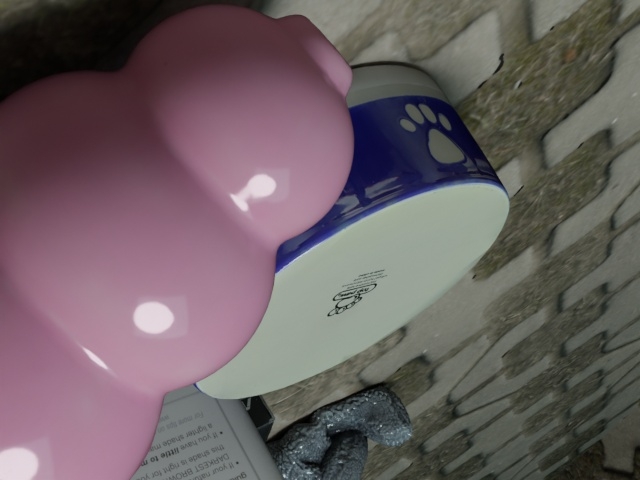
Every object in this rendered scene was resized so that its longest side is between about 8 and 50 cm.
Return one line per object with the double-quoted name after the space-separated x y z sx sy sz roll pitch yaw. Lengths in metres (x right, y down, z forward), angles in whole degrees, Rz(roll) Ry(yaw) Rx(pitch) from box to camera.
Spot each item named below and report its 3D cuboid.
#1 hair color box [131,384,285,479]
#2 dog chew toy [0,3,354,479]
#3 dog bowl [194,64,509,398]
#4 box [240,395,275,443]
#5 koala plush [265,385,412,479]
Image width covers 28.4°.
-0.101 0.268 0.986 0.185 0.374 0.114 -19 155 -30 "hair color box"
-0.119 0.009 0.658 0.332 0.207 0.206 -41 158 2 "dog chew toy"
0.000 0.000 0.911 0.264 0.104 0.265 -27 158 -12 "dog bowl"
-0.189 0.248 1.258 0.270 0.060 0.216 -22 157 -23 "box"
0.030 0.325 1.506 0.203 0.221 0.196 -15 154 -37 "koala plush"
